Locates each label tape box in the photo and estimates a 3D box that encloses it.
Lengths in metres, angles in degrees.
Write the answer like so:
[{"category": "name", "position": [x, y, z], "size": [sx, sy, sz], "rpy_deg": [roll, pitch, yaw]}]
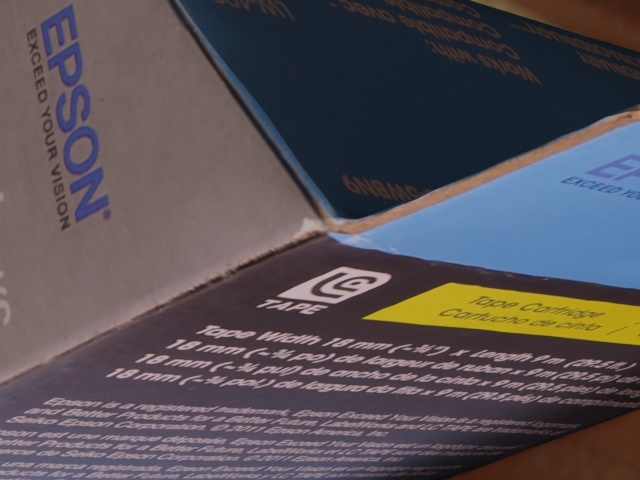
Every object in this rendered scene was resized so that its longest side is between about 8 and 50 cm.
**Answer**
[{"category": "label tape box", "position": [0.000, 0.000, 0.511], "size": [0.333, 0.240, 0.106], "rpy_deg": [-25, 68, 36]}]
